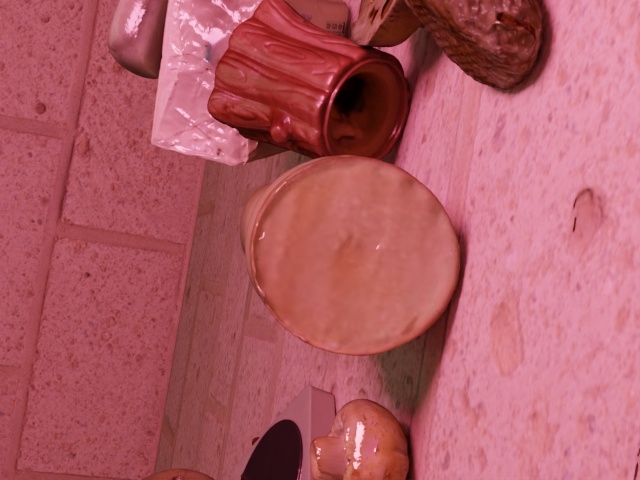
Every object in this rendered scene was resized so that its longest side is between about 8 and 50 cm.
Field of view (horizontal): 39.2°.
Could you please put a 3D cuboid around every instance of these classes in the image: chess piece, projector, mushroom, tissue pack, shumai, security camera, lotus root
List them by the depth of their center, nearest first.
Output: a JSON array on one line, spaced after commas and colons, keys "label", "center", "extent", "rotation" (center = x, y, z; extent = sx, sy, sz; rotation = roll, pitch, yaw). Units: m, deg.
[{"label": "shumai", "center": [0.181, -0.258, 0.939], "extent": [0.142, 0.184, 0.184], "rotation": [-47, 19, 1]}, {"label": "mushroom", "center": [0.045, 0.260, 1.056], "extent": [0.148, 0.112, 0.148], "rotation": [-179, 90, -77]}, {"label": "lotus root", "center": [0.119, -0.324, 1.147], "extent": [0.203, 0.078, 0.183], "rotation": [-45, 27, 53]}, {"label": "chess piece", "center": [0.000, 0.000, 1.176], "extent": [0.442, 0.234, 0.234], "rotation": [-156, 76, -78]}, {"label": "projector", "center": [-0.054, 0.387, 1.339], "extent": [0.257, 0.079, 0.259], "rotation": [-52, 24, 34]}, {"label": "security camera", "center": [-0.257, -0.328, 1.508], "extent": [0.301, 0.080, 0.157], "rotation": [29, -101, -74]}, {"label": "tissue pack", "center": [-0.111, -0.295, 1.533], "extent": [0.380, 0.207, 0.297], "rotation": [-29, -46, -71]}]

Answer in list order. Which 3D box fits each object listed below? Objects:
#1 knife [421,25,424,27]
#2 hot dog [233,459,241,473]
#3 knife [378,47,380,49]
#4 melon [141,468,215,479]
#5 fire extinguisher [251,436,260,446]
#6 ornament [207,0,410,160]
[{"label": "knife", "center": [0.176, -0.317, 1.121], "extent": [0.293, 0.020, 0.043], "rotation": [165, 115, -75]}, {"label": "hot dog", "center": [-0.139, 0.496, 1.684], "extent": [0.215, 0.047, 0.066], "rotation": [-105, 26, -57]}, {"label": "knife", "center": [0.121, -0.459, 1.422], "extent": [0.044, 0.019, 0.312], "rotation": [-146, 65, -70]}, {"label": "melon", "center": [-0.284, 0.609, 1.724], "extent": [0.268, 0.269, 0.330], "rotation": [-130, 44, -70]}, {"label": "fire extinguisher", "center": [-0.108, 0.402, 1.683], "extent": [0.046, 0.032, 0.100], "rotation": [-39, 28, 12]}, {"label": "ornament", "center": [-0.011, -0.206, 1.266], "extent": [0.218, 0.221, 0.235], "rotation": [28, 136, 41]}]
